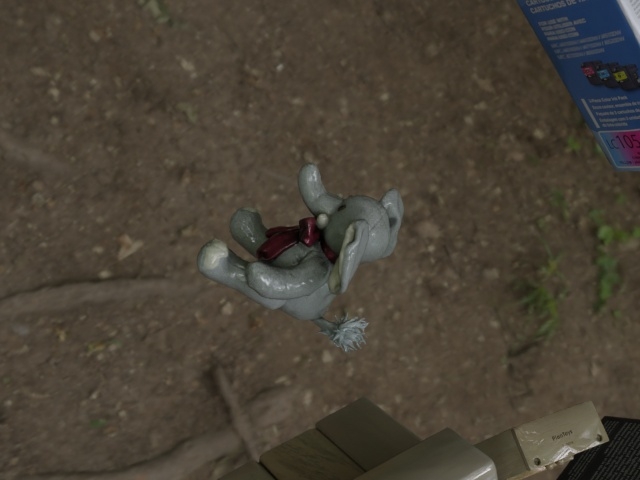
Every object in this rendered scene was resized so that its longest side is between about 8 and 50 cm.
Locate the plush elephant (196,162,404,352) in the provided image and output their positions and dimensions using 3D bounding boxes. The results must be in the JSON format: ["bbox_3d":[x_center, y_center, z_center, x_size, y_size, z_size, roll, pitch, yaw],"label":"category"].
[{"bbox_3d":[0.000,0.000,1.479,0.330,0.255,0.272,37,20,5],"label":"plush elephant"}]

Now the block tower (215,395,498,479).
[{"bbox_3d":[0.042,0.229,0.401,0.091,0.097,0.335,-25,117,-22],"label":"block tower"}]

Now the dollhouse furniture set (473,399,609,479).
[{"bbox_3d":[0.242,0.306,0.897,0.212,0.161,0.242,-13,71,-23],"label":"dollhouse furniture set"}]

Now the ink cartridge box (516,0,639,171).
[{"bbox_3d":[0.382,-0.316,1.051,0.270,0.151,0.395,-45,114,-22],"label":"ink cartridge box"}]

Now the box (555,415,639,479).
[{"bbox_3d":[0.541,0.418,1.254,0.183,0.294,0.296,-44,105,-24],"label":"box"}]
